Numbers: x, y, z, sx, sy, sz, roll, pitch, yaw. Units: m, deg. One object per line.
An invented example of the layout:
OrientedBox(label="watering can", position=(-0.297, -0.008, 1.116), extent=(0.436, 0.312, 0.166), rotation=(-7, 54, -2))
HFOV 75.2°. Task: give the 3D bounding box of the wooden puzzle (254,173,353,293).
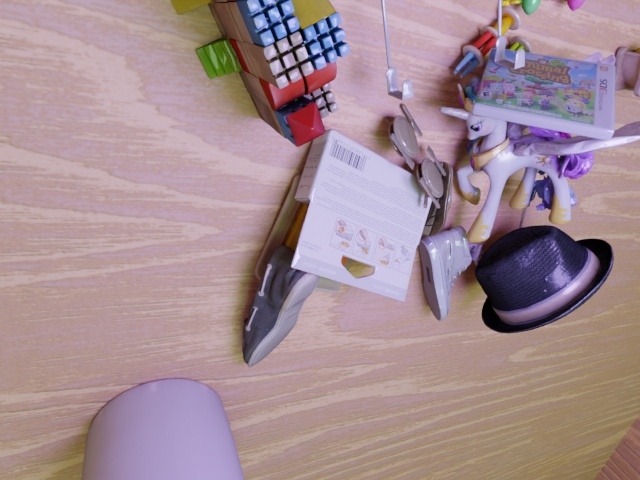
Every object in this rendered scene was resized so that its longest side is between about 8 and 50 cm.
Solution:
OrientedBox(label="wooden puzzle", position=(0.000, 0.000, 0.883), extent=(0.220, 0.044, 0.239), rotation=(13, 110, -31))

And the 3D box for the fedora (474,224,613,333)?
OrientedBox(label="fedora", position=(0.495, 0.067, 0.996), extent=(0.334, 0.334, 0.152), rotation=(-44, 94, 3))

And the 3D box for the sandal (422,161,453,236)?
OrientedBox(label="sandal", position=(0.272, -0.092, 0.957), extent=(0.049, 0.072, 0.180), rotation=(-14, 121, -44))

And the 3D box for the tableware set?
OrientedBox(label="tableware set", position=(0.188, -0.161, 0.838), extent=(0.039, 0.128, 0.194), rotation=(-19, 122, 38))

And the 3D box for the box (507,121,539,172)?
OrientedBox(label="box", position=(0.507, -0.271, 0.990), extent=(0.201, 0.021, 0.165), rotation=(19, 108, -32))

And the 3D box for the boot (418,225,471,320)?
OrientedBox(label="boot", position=(0.331, 0.087, 1.058), extent=(0.123, 0.095, 0.259), rotation=(-20, 123, -6))

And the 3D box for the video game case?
OrientedBox(label="video game case", position=(0.386, -0.260, 0.714), extent=(0.023, 0.212, 0.194), rotation=(85, 27, -53))

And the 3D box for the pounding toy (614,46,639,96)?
OrientedBox(label="pounding toy", position=(0.856, -0.419, 0.991), extent=(0.269, 0.155, 0.154), rotation=(-8, 125, -22))

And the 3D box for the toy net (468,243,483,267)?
OrientedBox(label="toy net", position=(0.469, 0.054, 1.139), extent=(0.232, 0.045, 0.122), rotation=(21, 107, -33))

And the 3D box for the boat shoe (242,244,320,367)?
OrientedBox(label="boat shoe", position=(-0.102, 0.143, 0.879), extent=(0.112, 0.095, 0.335), rotation=(-24, 152, -47))

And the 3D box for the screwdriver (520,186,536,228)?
OrientedBox(label="screwdriver", position=(0.553, -0.079, 1.121), extent=(0.025, 0.024, 0.170), rotation=(-33, 135, -43))

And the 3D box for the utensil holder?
OrientedBox(label="utensil holder", position=(-0.306, 0.522, 0.819), extent=(0.327, 0.385, 0.328), rotation=(-12, 122, -20))

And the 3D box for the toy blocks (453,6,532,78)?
OrientedBox(label="toy blocks", position=(0.342, -0.364, 0.837), extent=(0.148, 0.054, 0.123), rotation=(-46, 126, 4))

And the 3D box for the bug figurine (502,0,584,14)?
OrientedBox(label="bug figurine", position=(0.456, -0.548, 0.777), extent=(0.278, 0.072, 0.217), rotation=(-14, 122, -19))

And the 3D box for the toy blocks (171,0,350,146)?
OrientedBox(label="toy blocks", position=(-0.064, -0.286, 0.556), extent=(0.190, 0.261, 0.382), rotation=(-30, 126, -8))

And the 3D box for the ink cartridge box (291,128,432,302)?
OrientedBox(label="ink cartridge box", position=(0.083, -0.038, 0.832), extent=(0.296, 0.066, 0.262), rotation=(21, 84, -33))

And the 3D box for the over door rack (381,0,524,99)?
OrientedBox(label="over door rack", position=(0.186, -0.418, 0.677), extent=(0.239, 0.108, 0.325), rotation=(-19, 110, -9))

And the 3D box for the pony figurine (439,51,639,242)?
OrientedBox(label="pony figurine", position=(0.436, -0.186, 0.847), extent=(0.350, 0.303, 0.364), rotation=(-12, 131, 12))
